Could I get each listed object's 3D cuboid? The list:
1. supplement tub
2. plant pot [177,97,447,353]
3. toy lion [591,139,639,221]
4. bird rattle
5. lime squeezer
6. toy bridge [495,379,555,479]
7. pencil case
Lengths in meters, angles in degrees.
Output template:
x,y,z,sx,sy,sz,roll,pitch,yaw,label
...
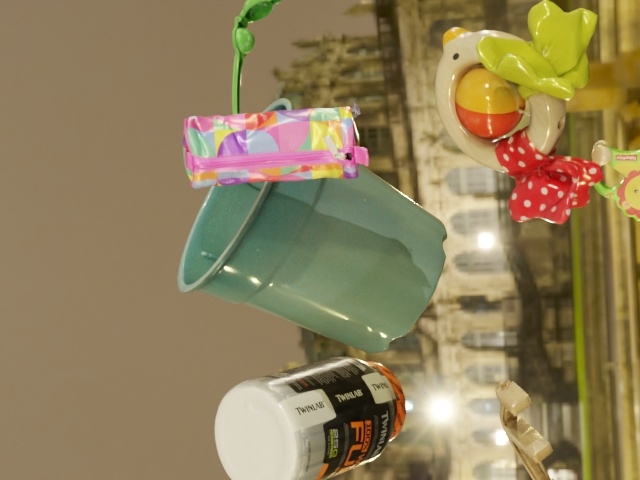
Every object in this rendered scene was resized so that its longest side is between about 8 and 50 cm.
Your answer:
x,y,z,sx,sy,sz,roll,pitch,yaw,label
-0.007,0.324,1.853,0.338,0.207,0.207,-8,-84,-49,supplement tub
0.000,0.000,1.653,0.341,0.334,0.341,-53,20,28,plant pot
0.376,-0.070,1.235,0.034,0.100,0.096,-50,-40,-64,toy lion
0.221,-0.144,1.154,0.143,0.207,0.253,-39,-43,-28,bird rattle
-0.111,-0.378,1.887,0.310,0.110,0.059,-58,-7,0,lime squeezer
0.225,0.217,1.130,0.063,0.026,0.188,43,164,55,toy bridge
-0.060,-0.121,1.331,0.104,0.236,0.104,175,90,-89,pencil case
